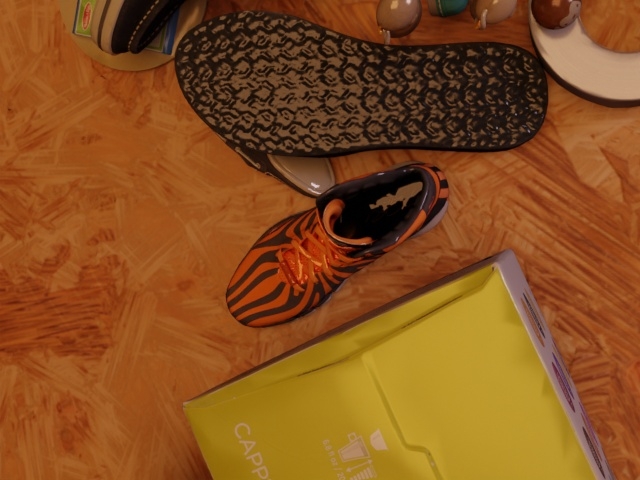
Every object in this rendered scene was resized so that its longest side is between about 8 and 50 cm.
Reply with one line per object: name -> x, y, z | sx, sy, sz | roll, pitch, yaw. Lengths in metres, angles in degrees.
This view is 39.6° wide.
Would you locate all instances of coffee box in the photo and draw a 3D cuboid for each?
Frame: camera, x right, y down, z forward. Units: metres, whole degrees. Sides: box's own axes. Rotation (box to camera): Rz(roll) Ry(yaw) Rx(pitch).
coffee box -> 0.114, 0.233, 0.948 | 0.338, 0.334, 0.337 | -25, 85, 13

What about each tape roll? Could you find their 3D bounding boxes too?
tape roll -> 0.349, -0.264, 1.014 | 0.219, 0.072, 0.219 | 0, 91, 15

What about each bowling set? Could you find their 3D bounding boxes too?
bowling set -> 0.197, -0.301, 0.917 | 0.200, 0.154, 0.287 | 26, 102, 0

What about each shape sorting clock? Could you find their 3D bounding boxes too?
shape sorting clock -> -0.249, -0.328, 1.176 | 0.206, 0.040, 0.206 | 1, 99, 5

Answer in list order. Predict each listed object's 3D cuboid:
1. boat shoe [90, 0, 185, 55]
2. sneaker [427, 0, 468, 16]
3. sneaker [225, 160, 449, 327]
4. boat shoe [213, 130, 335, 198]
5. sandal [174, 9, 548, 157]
boat shoe -> -0.080, -0.357, 1.004 | 0.500, 0.186, 0.156 | -36, 104, 27
sneaker -> 0.204, -0.402, 1.028 | 0.121, 0.108, 0.302 | 16, 94, 17
sneaker -> 0.000, 0.000, 1.050 | 0.321, 0.180, 0.124 | -36, 83, 12
boat shoe -> -0.069, -0.122, 1.138 | 0.206, 0.075, 0.065 | 42, 143, 4
sandal -> 0.045, -0.174, 1.088 | 0.446, 0.107, 0.167 | 7, 92, 1
